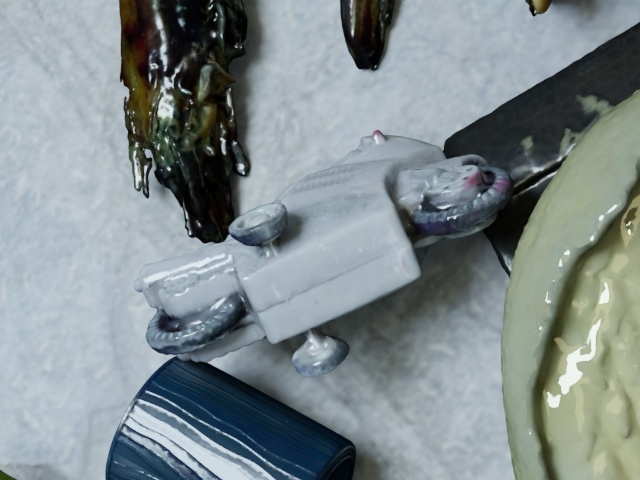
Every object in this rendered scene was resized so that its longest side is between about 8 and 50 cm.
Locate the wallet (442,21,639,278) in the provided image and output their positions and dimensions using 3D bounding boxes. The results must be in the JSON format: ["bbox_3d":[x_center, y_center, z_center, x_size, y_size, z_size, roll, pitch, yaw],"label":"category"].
[{"bbox_3d":[0.252,-0.079,0.732,0.321,0.044,0.170,-31,73,10],"label":"wallet"}]

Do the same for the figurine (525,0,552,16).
[{"bbox_3d":[0.250,-0.265,0.702,0.257,0.208,0.181,-9,106,18],"label":"figurine"}]

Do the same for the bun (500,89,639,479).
[{"bbox_3d":[0.268,0.067,0.604,0.364,0.202,0.364,0,89,-3],"label":"bun"}]

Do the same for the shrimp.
[{"bbox_3d":[-0.045,-0.181,0.832,0.233,0.071,0.365,-2,85,6],"label":"shrimp"}]

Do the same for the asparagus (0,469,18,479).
[{"bbox_3d":[-0.121,0.272,0.721,0.381,0.108,0.128,25,107,14],"label":"asparagus"}]

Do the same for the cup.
[{"bbox_3d":[-0.058,0.169,0.755,0.138,0.150,0.113,24,52,19],"label":"cup"}]

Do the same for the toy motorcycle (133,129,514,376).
[{"bbox_3d":[0.000,0.000,0.744,0.260,0.171,0.110,-25,109,0],"label":"toy motorcycle"}]
